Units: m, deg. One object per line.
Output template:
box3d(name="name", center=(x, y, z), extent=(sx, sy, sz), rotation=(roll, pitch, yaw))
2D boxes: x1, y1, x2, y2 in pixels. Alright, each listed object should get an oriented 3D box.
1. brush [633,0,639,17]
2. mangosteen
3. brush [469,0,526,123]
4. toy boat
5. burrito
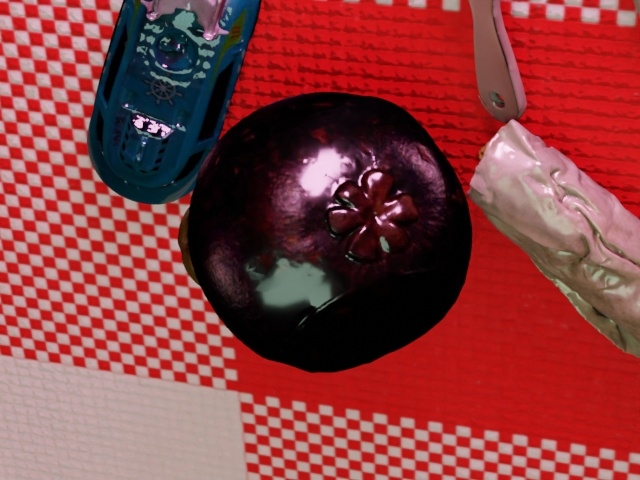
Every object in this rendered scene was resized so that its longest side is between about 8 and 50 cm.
box3d(name="brush", center=(0.255, -0.285, 1.260), extent=(0.060, 0.050, 0.321), rotation=(-15, 126, 25))
box3d(name="mangosteen", center=(0.003, 0.002, 1.439), extent=(0.233, 0.288, 0.287), rotation=(58, 134, 25))
box3d(name="brush", center=(0.152, -0.234, 1.327), extent=(0.072, 0.067, 0.313), rotation=(30, 148, 42))
box3d(name="toy boat", center=(-0.157, -0.140, 1.478), extent=(0.134, 0.092, 0.299), rotation=(21, 128, -1))
box3d(name="burrito", center=(0.286, 0.040, 1.459), extent=(0.392, 0.076, 0.117), rotation=(41, 131, -14))
